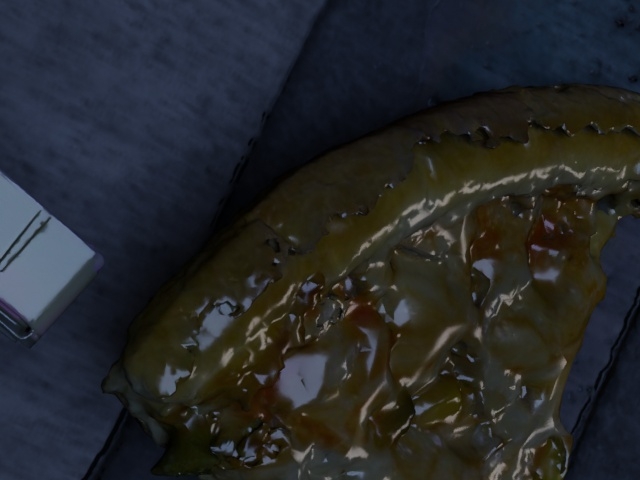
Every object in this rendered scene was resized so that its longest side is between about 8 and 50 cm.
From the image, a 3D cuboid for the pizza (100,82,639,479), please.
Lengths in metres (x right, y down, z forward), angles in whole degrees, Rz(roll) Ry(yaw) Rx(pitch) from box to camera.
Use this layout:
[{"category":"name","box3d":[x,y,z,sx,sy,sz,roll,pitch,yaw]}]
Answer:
[{"category":"pizza","box3d":[0.048,0.069,0.889,0.392,0.080,0.435,16,89,-39]}]

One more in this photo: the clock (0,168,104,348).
[{"category":"clock","box3d":[-0.227,-0.029,0.807,0.192,0.147,0.071,42,82,-18]}]
